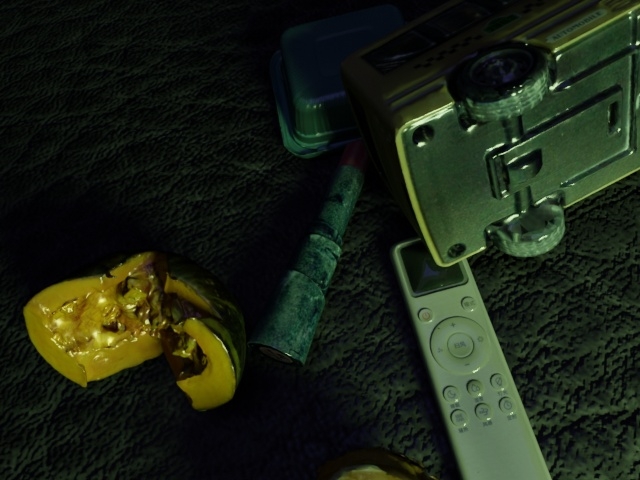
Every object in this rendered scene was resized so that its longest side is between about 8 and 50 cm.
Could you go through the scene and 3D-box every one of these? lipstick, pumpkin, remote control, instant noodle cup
[{"bbox_3d":[0.000,0.000,0.510,0.053,0.053,0.234,15,66,16],"label":"lipstick"},{"bbox_3d":[-0.142,0.067,0.468,0.183,0.119,0.108,13,31,10],"label":"pumpkin"},{"bbox_3d":[0.122,0.107,0.450,0.067,0.029,0.261,-15,63,2],"label":"remote control"},{"bbox_3d":[0.033,-0.182,0.585,0.179,0.070,0.157,-12,65,2],"label":"instant noodle cup"}]

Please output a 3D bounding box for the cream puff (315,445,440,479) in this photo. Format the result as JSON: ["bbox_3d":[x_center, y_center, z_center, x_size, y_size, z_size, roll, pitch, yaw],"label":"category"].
[{"bbox_3d":[0.031,0.227,0.359,0.150,0.115,0.165,25,61,12],"label":"cream puff"}]

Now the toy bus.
[{"bbox_3d":[0.212,-0.148,0.456,0.365,0.177,0.202,-27,42,0],"label":"toy bus"}]
